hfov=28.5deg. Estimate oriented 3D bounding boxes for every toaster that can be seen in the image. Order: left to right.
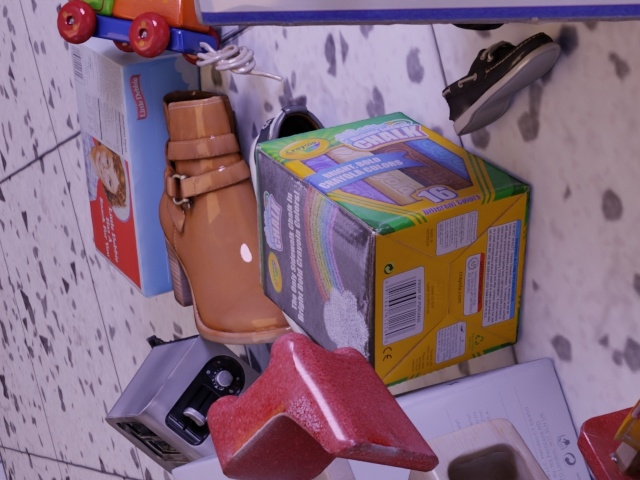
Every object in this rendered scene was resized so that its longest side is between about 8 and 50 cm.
[{"bbox_3d":[-0.113,0.181,1.276,0.168,0.110,0.186,42,157,-14],"label":"toaster"}]

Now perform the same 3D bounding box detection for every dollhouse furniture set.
[{"bbox_3d":[0.121,0.112,0.569,0.201,0.374,0.152,103,147,-45],"label":"dollhouse furniture set"}]

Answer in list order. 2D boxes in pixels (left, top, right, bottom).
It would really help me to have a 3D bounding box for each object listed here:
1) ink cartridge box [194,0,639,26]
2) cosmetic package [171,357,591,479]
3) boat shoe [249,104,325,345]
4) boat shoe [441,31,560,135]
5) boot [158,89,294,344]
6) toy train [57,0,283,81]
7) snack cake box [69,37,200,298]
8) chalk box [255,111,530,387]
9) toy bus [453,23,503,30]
[{"bbox_3d":[0.069,-0.230,0.421,0.304,0.072,0.307,5,121,27],"label":"ink cartridge box"},{"bbox_3d":[0.040,0.190,0.922,0.224,0.225,0.138,-30,77,62],"label":"cosmetic package"},{"bbox_3d":[0.000,0.000,1.059,0.079,0.084,0.233,-40,65,62],"label":"boat shoe"},{"bbox_3d":[0.115,-0.109,0.827,0.038,0.046,0.125,65,160,9],"label":"boat shoe"},{"bbox_3d":[-0.080,-0.029,1.201,0.283,0.109,0.220,-150,55,-64],"label":"boot"},{"bbox_3d":[-0.126,-0.239,1.190,0.248,0.105,0.143,14,99,27],"label":"toy train"},{"bbox_3d":[-0.195,-0.090,1.383,0.152,0.089,0.264,33,132,51],"label":"snack cake box"},{"bbox_3d":[0.037,-0.008,0.935,0.213,0.132,0.132,40,138,50],"label":"chalk box"},{"bbox_3d":[0.085,-0.234,0.738,0.220,0.149,0.211,12,98,58],"label":"toy bus"}]
